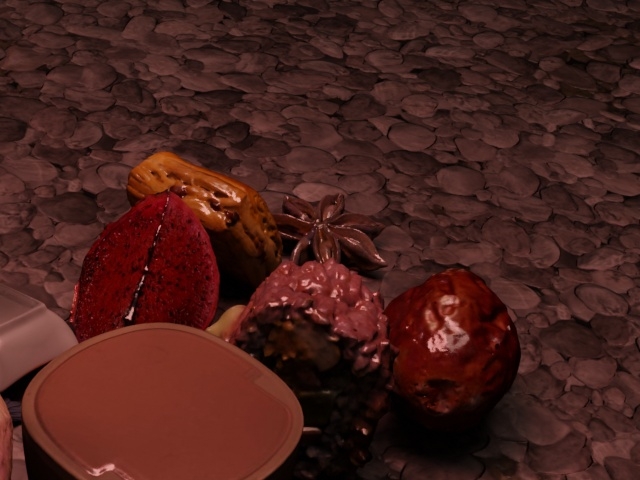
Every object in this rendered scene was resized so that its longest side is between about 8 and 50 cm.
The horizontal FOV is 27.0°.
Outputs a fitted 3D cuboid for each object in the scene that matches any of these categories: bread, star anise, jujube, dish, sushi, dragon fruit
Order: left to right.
[{"bbox_3d":[-0.435,0.109,1.743,0.212,0.077,0.151,19,33,37],"label":"dish"},{"bbox_3d":[-0.235,0.079,1.798,0.189,0.163,0.261,22,68,-11],"label":"dragon fruit"},{"bbox_3d":[-0.161,-0.033,1.930,0.211,0.235,0.099,22,71,21],"label":"bread"},{"bbox_3d":[-0.030,0.150,1.640,0.237,0.270,0.170,15,33,-3],"label":"sushi"},{"bbox_3d":[0.012,-0.006,2.061,0.197,0.073,0.212,-13,42,-24],"label":"star anise"},{"bbox_3d":[0.172,0.141,1.773,0.197,0.197,0.290,12,21,4],"label":"jujube"}]

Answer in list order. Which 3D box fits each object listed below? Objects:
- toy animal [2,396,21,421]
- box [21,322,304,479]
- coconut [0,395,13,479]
[{"bbox_3d":[-0.453,0.222,1.619,0.108,0.062,0.220,34,30,33],"label":"toy animal"},{"bbox_3d":[-0.175,0.264,1.482,0.301,0.216,0.301,4,33,-3],"label":"box"},{"bbox_3d":[-0.494,0.241,1.346,0.405,0.404,0.404,6,33,-4],"label":"coconut"}]
